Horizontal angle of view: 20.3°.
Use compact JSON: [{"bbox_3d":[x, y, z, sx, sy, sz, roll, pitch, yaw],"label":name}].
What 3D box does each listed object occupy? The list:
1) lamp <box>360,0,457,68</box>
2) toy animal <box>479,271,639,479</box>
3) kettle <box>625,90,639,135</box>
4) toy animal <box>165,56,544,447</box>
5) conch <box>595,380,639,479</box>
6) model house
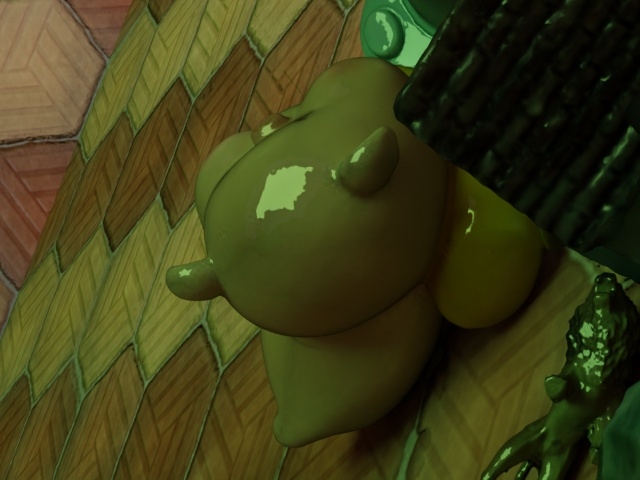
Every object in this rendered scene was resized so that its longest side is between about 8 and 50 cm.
[{"bbox_3d":[0.141,-0.240,1.517,0.284,0.147,0.209,-57,43,37],"label":"lamp"},{"bbox_3d":[0.159,0.129,1.191,0.220,0.069,0.086,-59,2,5],"label":"toy animal"},{"bbox_3d":[0.296,-0.084,0.736,0.290,0.207,0.268,-47,-6,13],"label":"kettle"},{"bbox_3d":[-0.007,-0.016,1.445,0.345,0.246,0.278,-47,49,42],"label":"toy animal"},{"bbox_3d":[0.214,0.161,0.884,0.277,0.195,0.220,-35,57,10],"label":"conch"},{"bbox_3d":[0.180,-0.145,1.180,0.280,0.248,0.230,-56,21,24],"label":"model house"}]
